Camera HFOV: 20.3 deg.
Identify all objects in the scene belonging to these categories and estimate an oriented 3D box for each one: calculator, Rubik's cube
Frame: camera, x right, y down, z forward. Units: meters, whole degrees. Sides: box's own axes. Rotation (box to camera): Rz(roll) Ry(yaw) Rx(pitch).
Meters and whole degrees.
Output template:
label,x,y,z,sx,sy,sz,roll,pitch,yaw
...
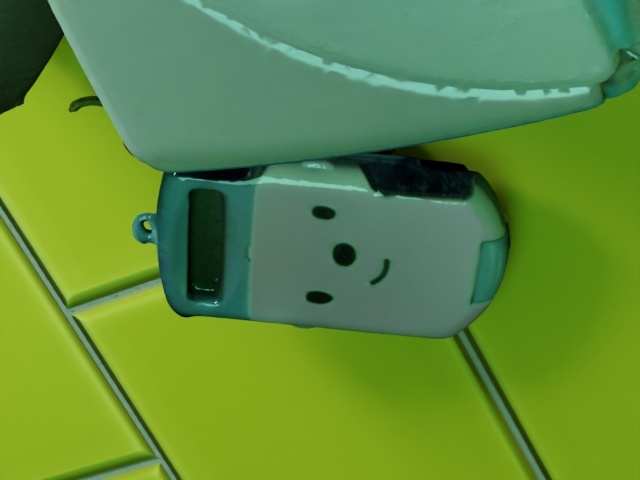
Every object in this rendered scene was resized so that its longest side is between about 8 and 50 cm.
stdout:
label,x,y,z,sx,sy,sz,roll,pitch,yaw
calculator,0.000,0.000,1.379,0.293,0.051,0.173,5,132,1
Rubik's cube,0.026,-0.271,1.056,0.351,0.347,0.352,-6,118,23

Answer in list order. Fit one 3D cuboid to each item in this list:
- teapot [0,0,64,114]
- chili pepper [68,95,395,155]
label,x,y,z,sx,sy,sz,roll,pitch,yaw
teapot,-0.208,-0.221,1.262,0.305,0.223,0.285,41,118,-5
chili pepper,-0.071,-0.080,1.391,0.272,0.063,0.071,11,136,10
